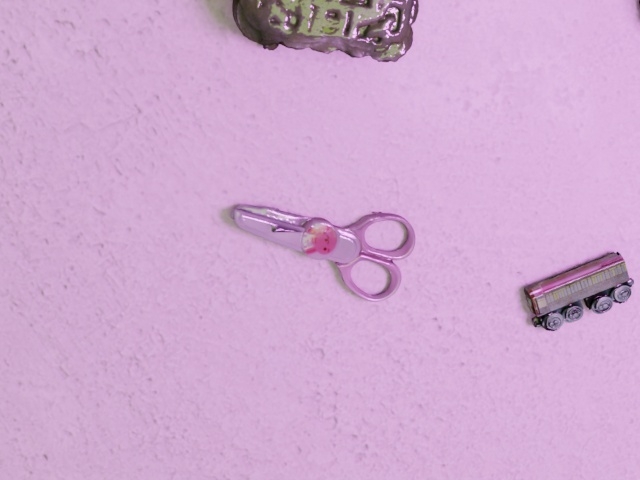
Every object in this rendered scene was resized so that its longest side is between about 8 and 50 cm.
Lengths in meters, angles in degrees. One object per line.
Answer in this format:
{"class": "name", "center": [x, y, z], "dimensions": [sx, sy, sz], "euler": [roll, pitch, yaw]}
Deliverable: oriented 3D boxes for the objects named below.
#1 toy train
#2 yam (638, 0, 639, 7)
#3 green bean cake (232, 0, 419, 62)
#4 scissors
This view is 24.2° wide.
{"class": "toy train", "center": [0.345, 0.069, 1.983], "dimensions": [0.148, 0.038, 0.071], "euler": [-21, 107, -3]}
{"class": "yam", "center": [0.548, -0.325, 1.867], "dimensions": [0.280, 0.131, 0.131], "euler": [-8, 106, -6]}
{"class": "green bean cake", "center": [0.009, -0.325, 1.792], "dimensions": [0.227, 0.125, 0.222], "euler": [9, 102, -5]}
{"class": "scissors", "center": [0.000, 0.000, 1.919], "dimensions": [0.242, 0.030, 0.118], "euler": [15, 102, -16]}
